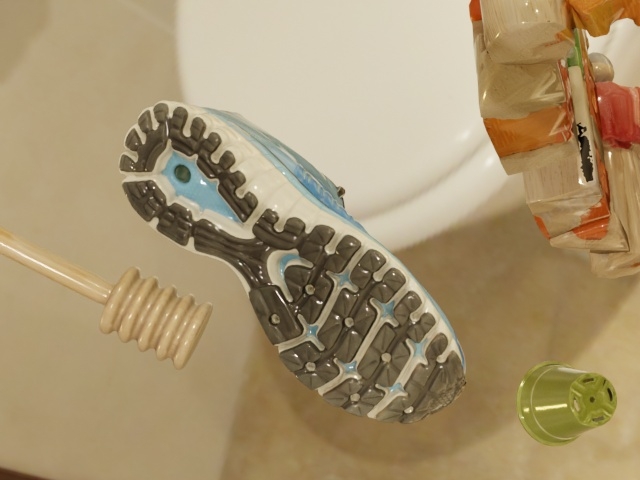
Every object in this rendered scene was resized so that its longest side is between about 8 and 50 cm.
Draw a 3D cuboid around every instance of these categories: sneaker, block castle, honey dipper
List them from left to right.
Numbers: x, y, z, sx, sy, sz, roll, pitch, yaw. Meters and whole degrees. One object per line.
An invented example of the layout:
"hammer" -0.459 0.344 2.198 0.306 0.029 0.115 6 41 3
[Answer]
"honey dipper" -0.120 0.004 0.563 0.160 0.030 0.030 26 88 3
"sneaker" 0.000 0.000 0.551 0.162 0.073 0.063 46 118 9
"block castle" 0.274 -0.159 1.007 0.303 0.453 0.213 -12 64 16

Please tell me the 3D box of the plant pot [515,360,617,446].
"plant pot" 0.242 0.153 1.343 0.079 0.083 0.083 154 130 -68
